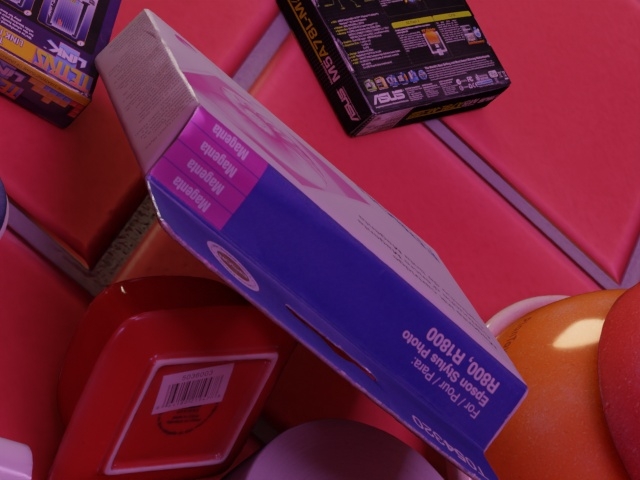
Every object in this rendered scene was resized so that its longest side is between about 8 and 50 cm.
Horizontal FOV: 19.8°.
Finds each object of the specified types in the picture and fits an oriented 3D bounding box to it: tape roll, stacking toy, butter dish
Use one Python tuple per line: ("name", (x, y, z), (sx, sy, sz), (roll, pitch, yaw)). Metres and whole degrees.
("tape roll", (0.014, 0.238, 1.275), (0.219, 0.072, 0.219), (22, 50, -28))
("stacking toy", (0.352, 0.114, 1.342), (0.350, 0.480, 0.351), (21, 51, -28))
("butter dish", (-0.115, 0.079, 1.242), (0.160, 0.160, 0.118), (0, 39, -40))

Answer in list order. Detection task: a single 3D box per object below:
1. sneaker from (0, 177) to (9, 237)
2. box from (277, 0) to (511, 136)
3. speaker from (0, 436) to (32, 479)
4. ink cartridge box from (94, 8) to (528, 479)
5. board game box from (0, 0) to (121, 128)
("sneaker", (-0.336, -0.081, 1.138), (0.350, 0.148, 0.131), (20, 51, -30))
("box", (0.058, -0.192, 1.622), (0.190, 0.045, 0.184), (-17, 72, -44))
("speaker", (-0.249, 0.135, 1.135), (0.136, 0.055, 0.055), (21, 51, -28))
("ink cartridge box", (0.000, 0.000, 1.273), (0.324, 0.071, 0.330), (40, 7, -26))
("board game box", (-0.236, -0.183, 1.365), (0.170, 0.048, 0.141), (30, 49, -22))
